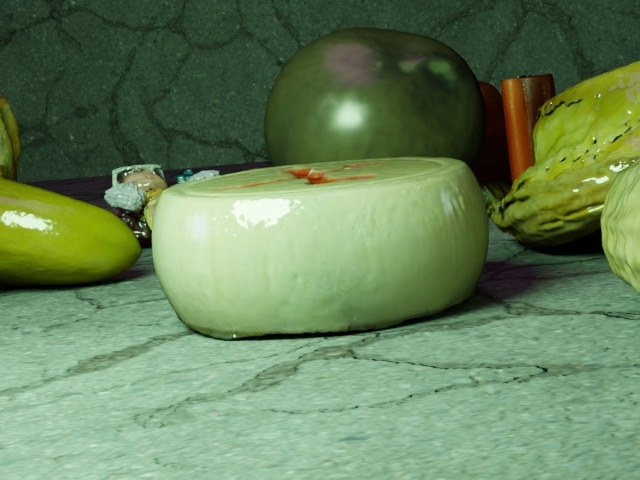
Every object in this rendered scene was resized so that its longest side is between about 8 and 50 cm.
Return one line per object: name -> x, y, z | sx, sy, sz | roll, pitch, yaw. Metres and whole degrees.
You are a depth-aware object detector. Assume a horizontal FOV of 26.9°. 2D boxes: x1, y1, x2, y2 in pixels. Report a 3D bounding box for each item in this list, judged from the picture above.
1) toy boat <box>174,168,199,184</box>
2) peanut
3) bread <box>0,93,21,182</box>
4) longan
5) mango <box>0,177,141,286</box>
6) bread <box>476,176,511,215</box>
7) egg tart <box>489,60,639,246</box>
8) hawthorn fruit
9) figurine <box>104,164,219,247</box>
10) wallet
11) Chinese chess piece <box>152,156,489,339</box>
toy boat -> -0.196, -0.068, 2.206 | 0.088, 0.102, 0.215 | -5, 6, -11
peanut -> 0.331, -0.018, 1.173 | 0.174, 0.158, 0.340 | -26, 3, 2
bread -> -0.646, -0.125, 2.048 | 0.398, 0.398, 0.215 | -8, 20, -20
longan -> 0.079, -0.161, 1.928 | 0.318, 0.319, 0.319 | -5, 7, 1
mango -> -0.402, -0.015, 1.699 | 0.331, 0.142, 0.195 | 6, -6, 30
bread -> 0.247, -0.065, 2.008 | 0.066, 0.060, 0.110 | 14, 14, 31
egg tart -> 0.404, -0.120, 1.604 | 0.443, 0.178, 0.443 | -16, -3, -1
hawthorn fruit -> 0.207, -0.146, 2.228 | 0.243, 0.207, 0.207 | -27, 12, -14
figurine -> -0.239, -0.044, 1.991 | 0.174, 0.116, 0.240 | -11, 15, -25
wallet -> 0.321, -0.144, 1.986 | 0.045, 0.205, 0.142 | -3, 7, 36
Chinese chess piece -> 0.000, 0.000, 1.343 | 0.338, 0.141, 0.338 | -6, 7, 1
